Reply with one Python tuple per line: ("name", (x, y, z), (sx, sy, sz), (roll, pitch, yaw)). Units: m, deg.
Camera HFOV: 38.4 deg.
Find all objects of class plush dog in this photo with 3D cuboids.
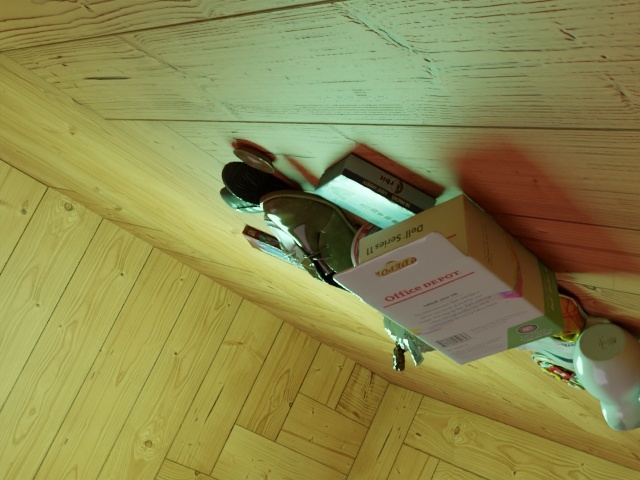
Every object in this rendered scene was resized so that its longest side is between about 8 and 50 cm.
("plush dog", (0.241, 0.139, 1.780), (0.225, 0.211, 0.262), (-7, -166, -24))

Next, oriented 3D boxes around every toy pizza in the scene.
("toy pizza", (0.601, 0.327, 2.216), (0.201, 0.032, 0.201), (25, 169, 5))

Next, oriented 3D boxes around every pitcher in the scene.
("pitcher", (0.534, 0.225, 1.695), (0.125, 0.178, 0.207), (-20, 132, 15))

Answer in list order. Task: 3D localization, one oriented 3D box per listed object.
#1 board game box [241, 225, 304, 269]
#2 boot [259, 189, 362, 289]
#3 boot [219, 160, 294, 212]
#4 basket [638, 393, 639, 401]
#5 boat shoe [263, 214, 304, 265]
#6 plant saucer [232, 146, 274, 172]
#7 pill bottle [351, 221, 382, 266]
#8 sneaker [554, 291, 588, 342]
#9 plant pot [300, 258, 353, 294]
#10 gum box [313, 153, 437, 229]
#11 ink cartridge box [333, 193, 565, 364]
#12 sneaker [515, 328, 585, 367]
("board game box", (-0.064, 0.044, 2.399), (0.281, 0.027, 0.145), (23, 170, 13))
("boot", (0.000, 0.000, 1.760), (0.112, 0.115, 0.305), (-18, 145, 36))
("boot", (-0.151, -0.102, 1.840), (0.189, 0.076, 0.208), (32, 174, -29))
("basket", (0.651, 0.271, 1.649), (0.103, 0.113, 0.167), (15, 165, 35))
("boat shoe", (-0.041, 0.017, 2.076), (0.258, 0.084, 0.095), (34, 166, -38))
("plant saucer", (-0.118, -0.149, 1.664), (0.083, 0.015, 0.083), (25, 169, 5))
("pill bottle", (0.149, 0.025, 1.640), (0.108, 0.108, 0.180), (34, 166, -36))
("sneaker", (0.428, 0.135, 1.632), (0.064, 0.067, 0.175), (17, 164, 44))
("plant pot", (0.037, 0.044, 1.996), (0.109, 0.096, 0.109), (22, 169, 22))
("gum box", (0.085, -0.073, 1.502), (0.157, 0.041, 0.184), (28, 169, -9))
("ink cartridge box", (0.200, 0.055, 1.435), (0.207, 0.119, 0.353), (-24, 138, 33))
("sneaker", (0.417, 0.167, 1.808), (0.235, 0.090, 0.095), (14, 152, 33))
